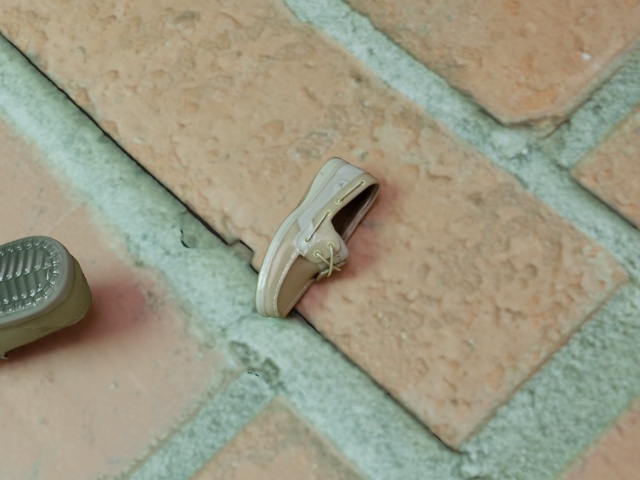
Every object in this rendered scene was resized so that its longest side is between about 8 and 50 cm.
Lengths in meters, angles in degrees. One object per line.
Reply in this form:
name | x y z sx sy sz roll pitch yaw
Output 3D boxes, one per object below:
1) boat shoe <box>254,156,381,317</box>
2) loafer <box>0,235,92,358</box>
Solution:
boat shoe | 0.000 0.000 0.962 0.059 0.063 0.170 20 68 24
loafer | -0.321 0.069 0.966 0.268 0.092 0.102 -11 60 21
